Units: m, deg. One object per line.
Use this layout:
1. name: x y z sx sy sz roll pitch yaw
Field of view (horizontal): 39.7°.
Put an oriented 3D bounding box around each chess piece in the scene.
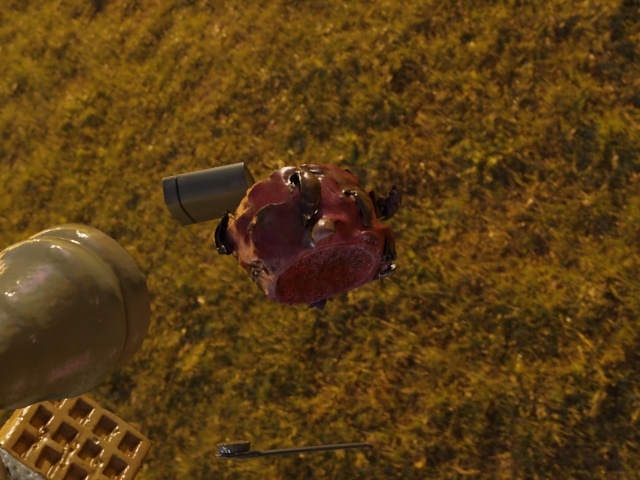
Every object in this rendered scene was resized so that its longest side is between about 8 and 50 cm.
1. chess piece: -0.411 0.145 1.064 0.234 0.234 0.442 -36 1 27

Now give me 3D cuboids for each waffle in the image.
1. waffle: -0.435 0.368 1.565 0.055 0.248 0.221 -49 10 27

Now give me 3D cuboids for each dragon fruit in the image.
1. dragon fruit: 0.000 0.000 1.215 0.211 0.282 0.147 94 161 -45

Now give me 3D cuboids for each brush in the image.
1. brush: -0.038 0.325 1.398 0.062 0.266 0.027 161 110 -64

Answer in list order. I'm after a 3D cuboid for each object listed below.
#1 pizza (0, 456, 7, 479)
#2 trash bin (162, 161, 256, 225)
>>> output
1. pizza: -0.231 0.170 0.308 0.085 0.161 0.305 19 42 24
2. trash bin: -0.170 -0.073 1.390 0.130 0.116 0.059 -11 74 5
